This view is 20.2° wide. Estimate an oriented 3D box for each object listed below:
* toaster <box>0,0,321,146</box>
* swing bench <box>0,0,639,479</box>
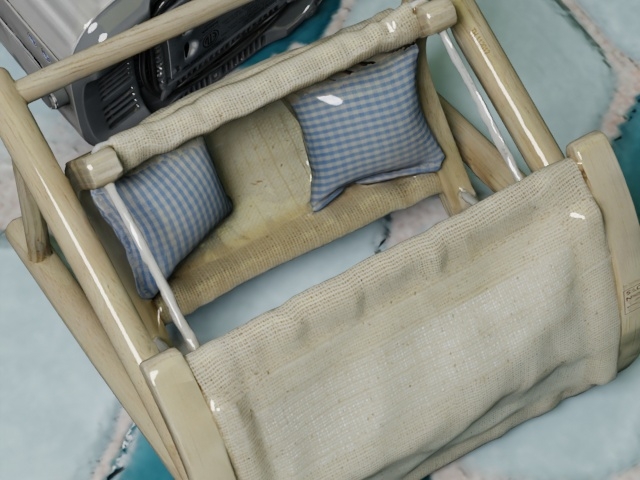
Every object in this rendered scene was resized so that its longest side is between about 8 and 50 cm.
[{"bbox_3d":[-0.096,-0.169,1.023,0.227,0.129,0.146,-40,68,-20],"label":"toaster"},{"bbox_3d":[0.000,0.000,0.912,0.253,0.165,0.255,-28,66,-17],"label":"swing bench"}]
